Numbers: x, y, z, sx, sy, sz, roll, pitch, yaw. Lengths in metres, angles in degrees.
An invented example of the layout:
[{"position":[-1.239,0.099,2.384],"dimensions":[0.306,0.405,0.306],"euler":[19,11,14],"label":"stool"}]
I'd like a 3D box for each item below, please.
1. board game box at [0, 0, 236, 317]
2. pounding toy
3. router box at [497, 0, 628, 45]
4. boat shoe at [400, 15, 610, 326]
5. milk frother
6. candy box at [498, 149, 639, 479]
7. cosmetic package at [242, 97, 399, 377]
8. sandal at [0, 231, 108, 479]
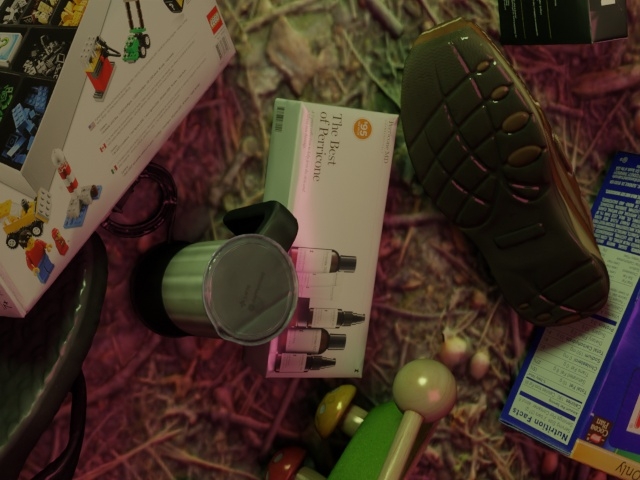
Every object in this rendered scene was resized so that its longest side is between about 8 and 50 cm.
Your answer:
[{"position":[-0.171,-0.124,0.668],"dimensions":[0.305,0.053,0.193],"euler":[-60,141,-41],"label":"board game box"},{"position":[0.022,0.188,0.878],"dimensions":[0.110,0.237,0.183],"euler":[31,66,8],"label":"pounding toy"},{"position":[0.210,-0.266,0.898],"dimensions":[0.046,0.133,0.178],"euler":[-14,106,-23],"label":"router box"},{"position":[0.173,-0.064,0.934],"dimensions":[0.324,0.123,0.119],"euler":[59,29,-29],"label":"boat shoe"},{"position":[-0.104,0.008,0.786],"dimensions":[0.143,0.135,0.129],"euler":[26,74,-30],"label":"milk frother"},{"position":[0.375,0.104,1.059],"dimensions":[0.268,0.122,0.317],"euler":[24,89,-29],"label":"candy box"},{"position":[0.000,0.000,0.883],"dimensions":[0.099,0.060,0.238],"euler":[3,98,-28],"label":"cosmetic package"},{"position":[-0.268,0.184,0.747],"dimensions":[0.107,0.168,0.445],"euler":[22,95,-54],"label":"sandal"}]
